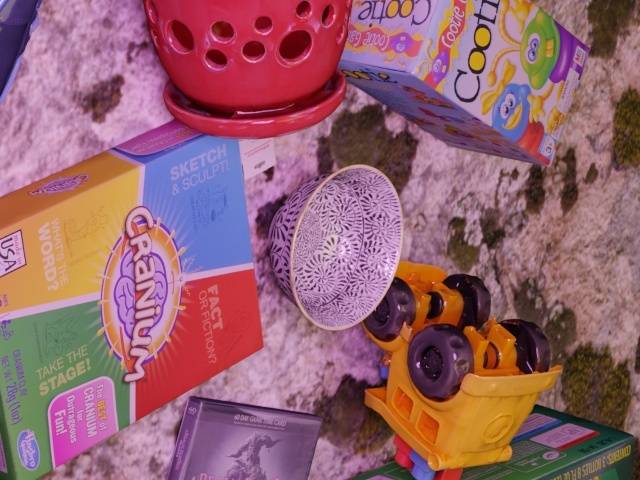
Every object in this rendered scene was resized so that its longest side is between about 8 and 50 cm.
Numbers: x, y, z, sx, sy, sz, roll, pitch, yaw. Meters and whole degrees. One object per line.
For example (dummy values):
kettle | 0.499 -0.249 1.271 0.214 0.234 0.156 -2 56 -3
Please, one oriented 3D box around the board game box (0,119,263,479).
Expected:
board game box | -0.193 0.047 1.755 0.316 0.064 0.242 -29 122 -41

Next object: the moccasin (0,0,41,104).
moccasin | -0.289 -0.185 1.524 0.117 0.138 0.342 49 64 -86

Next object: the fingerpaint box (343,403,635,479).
fingerpaint box | 0.167 0.428 2.215 0.445 0.163 0.371 -13 111 -46

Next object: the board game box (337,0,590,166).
board game box | 0.137 -0.196 1.998 0.275 0.144 0.142 27 80 -50

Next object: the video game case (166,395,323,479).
video game case | -0.099 0.302 1.977 0.196 0.026 0.274 15 91 -50

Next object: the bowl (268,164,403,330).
bowl | 0.000 0.000 1.951 0.170 0.080 0.170 -19 116 -46

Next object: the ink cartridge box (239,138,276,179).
ink cartridge box | -0.072 -0.106 1.874 0.048 0.028 0.083 -30 123 -40

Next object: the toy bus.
toy bus | 0.120 0.154 2.065 0.149 0.220 0.211 -3 124 -40

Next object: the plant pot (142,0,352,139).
plant pot | -0.063 -0.192 1.736 0.191 0.191 0.174 -28 125 -41
